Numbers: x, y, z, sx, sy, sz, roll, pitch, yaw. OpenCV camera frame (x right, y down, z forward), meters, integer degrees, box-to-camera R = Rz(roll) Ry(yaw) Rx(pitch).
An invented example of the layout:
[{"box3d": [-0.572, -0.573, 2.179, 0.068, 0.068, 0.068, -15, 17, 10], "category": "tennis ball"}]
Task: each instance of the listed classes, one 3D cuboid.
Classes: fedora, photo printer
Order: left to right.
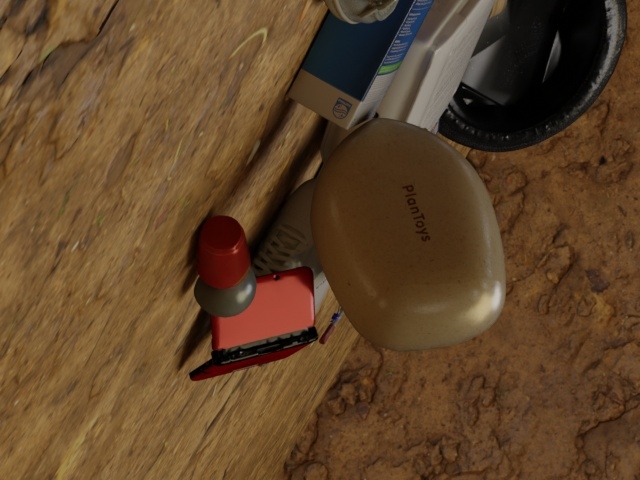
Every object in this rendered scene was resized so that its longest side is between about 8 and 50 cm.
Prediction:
[{"box3d": [0.110, -0.216, 1.915, 0.256, 0.107, 0.307, -54, 171, -35], "category": "photo printer"}, {"box3d": [0.266, -0.298, 2.270, 0.334, 0.334, 0.152, -64, -158, 23], "category": "fedora"}]

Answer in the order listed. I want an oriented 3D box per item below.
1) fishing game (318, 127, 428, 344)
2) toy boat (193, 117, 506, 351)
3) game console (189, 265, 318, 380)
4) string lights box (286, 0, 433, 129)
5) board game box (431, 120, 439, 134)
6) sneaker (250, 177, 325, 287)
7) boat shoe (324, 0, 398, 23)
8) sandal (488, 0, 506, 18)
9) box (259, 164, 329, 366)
[{"box3d": [0.074, -0.003, 1.900, 0.264, 0.041, 0.189, -67, 174, 26], "category": "fishing game"}, {"box3d": [0.024, 0.008, 1.653, 0.148, 0.318, 0.267, 92, -12, -61], "category": "toy boat"}, {"box3d": [-0.083, 0.099, 1.885, 0.144, 0.085, 0.124, -12, 167, -33], "category": "game console"}, {"box3d": [0.070, -0.249, 1.648, 0.259, 0.077, 0.133, -62, 173, 15], "category": "string lights box"}, {"box3d": [0.099, -0.090, 2.166, 0.201, 0.035, 0.136, -60, 172, -8], "category": "board game box"}, {"box3d": [-0.048, 0.033, 1.929, 0.235, 0.090, 0.095, -64, 159, 11], "category": "sneaker"}, {"box3d": [0.074, -0.288, 1.427, 0.118, 0.103, 0.320, -56, 171, -28], "category": "boat shoe"}, {"box3d": [0.190, -0.358, 2.011, 0.079, 0.088, 0.240, -29, 148, -16], "category": "sandal"}, {"box3d": [0.000, 0.000, 2.189, 0.322, 0.058, 0.232, -65, 171, 18], "category": "box"}]
